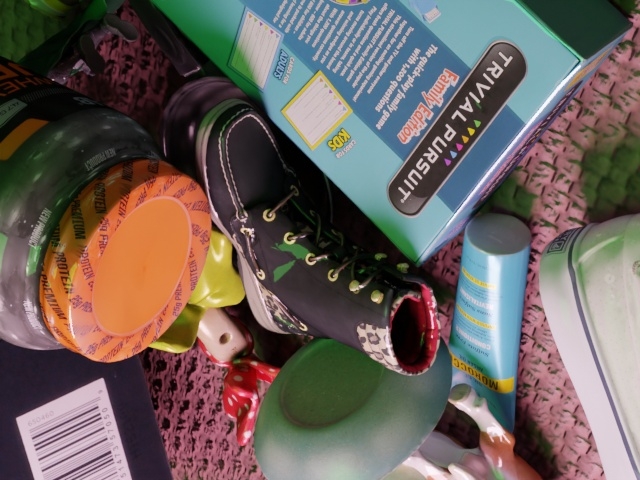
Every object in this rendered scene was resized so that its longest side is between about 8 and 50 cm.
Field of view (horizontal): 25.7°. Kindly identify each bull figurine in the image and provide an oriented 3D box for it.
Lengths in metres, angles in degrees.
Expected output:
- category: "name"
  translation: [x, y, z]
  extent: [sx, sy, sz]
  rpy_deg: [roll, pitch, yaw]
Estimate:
- category: "bull figurine"
  translation: [0.061, 0.209, 1.268]
  extent: [0.310, 0.101, 0.188]
  rpy_deg: [-3, 136, 37]

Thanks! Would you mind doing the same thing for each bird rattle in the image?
- category: "bird rattle"
  translation: [-0.110, 0.058, 1.323]
  extent: [0.207, 0.143, 0.253]
  rpy_deg: [48, -177, 42]

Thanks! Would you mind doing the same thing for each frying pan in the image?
- category: "frying pan"
  translation: [-0.105, -0.107, 1.260]
  extent: [0.326, 0.053, 0.197]
  rpy_deg: [49, 138, 6]

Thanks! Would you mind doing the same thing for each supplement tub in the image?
- category: "supplement tub"
  translation: [-0.269, -0.042, 1.161]
  extent: [0.338, 0.207, 0.207]
  rpy_deg: [26, 131, 28]

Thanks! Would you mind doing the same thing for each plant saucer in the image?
- category: "plant saucer"
  translation: [0.018, 0.129, 1.199]
  extent: [0.195, 0.195, 0.037]
  rpy_deg: [3, 141, 40]

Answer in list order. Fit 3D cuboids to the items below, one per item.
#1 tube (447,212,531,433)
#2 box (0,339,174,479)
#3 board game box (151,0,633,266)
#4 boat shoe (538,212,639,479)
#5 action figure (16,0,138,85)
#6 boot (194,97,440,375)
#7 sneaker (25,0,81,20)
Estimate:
- category: "tube"
  translation: [0.139, 0.071, 1.169]
  extent: [0.080, 0.052, 0.207]
  rpy_deg: [36, 142, 34]
- category: "box"
  translation: [-0.357, 0.194, 1.473]
  extent: [0.395, 0.212, 0.293]
  rpy_deg: [7, 116, 51]
- category: "board game box"
  translation: [0.033, -0.182, 1.071]
  extent: [0.336, 0.079, 0.254]
  rpy_deg: [45, 137, 9]
- category: "boat shoe"
  translation: [0.302, 0.144, 1.020]
  extent: [0.156, 0.136, 0.367]
  rpy_deg: [-21, 92, 43]
- category: "action figure"
  translation: [-0.257, -0.162, 1.330]
  extent: [0.063, 0.137, 0.232]
  rpy_deg: [52, 148, -16]
- category: "boot"
  translation: [0.001, 0.000, 1.134]
  extent: [0.179, 0.085, 0.236]
  rpy_deg: [19, 139, 41]
- category: "sneaker"
  translation: [-0.261, -0.289, 1.282]
  extent: [0.084, 0.069, 0.185]
  rpy_deg: [-42, 71, 15]
